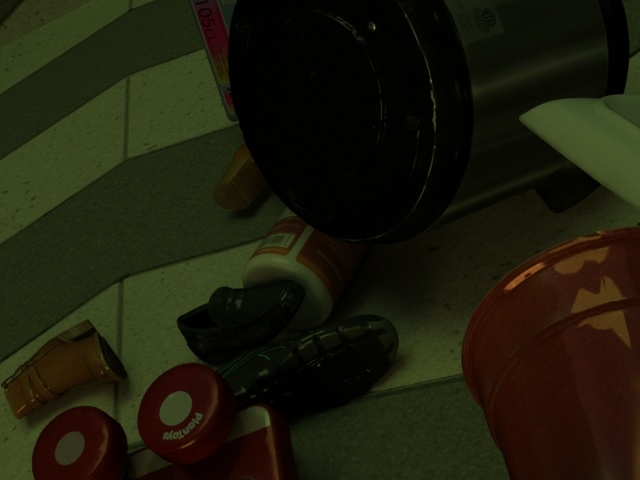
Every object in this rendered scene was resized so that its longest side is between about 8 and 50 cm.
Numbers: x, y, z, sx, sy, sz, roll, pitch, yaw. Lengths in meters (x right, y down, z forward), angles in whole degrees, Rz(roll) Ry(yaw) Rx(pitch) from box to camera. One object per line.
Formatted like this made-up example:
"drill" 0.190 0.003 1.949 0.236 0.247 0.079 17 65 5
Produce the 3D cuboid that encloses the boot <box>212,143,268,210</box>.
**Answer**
"boot" -0.012 -0.142 1.790 0.295 0.104 0.211 -6 38 42

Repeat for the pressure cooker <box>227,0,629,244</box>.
"pressure cooker" 0.153 -0.208 1.435 0.420 0.369 0.375 -23 30 -38

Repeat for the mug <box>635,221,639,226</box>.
"mug" 0.389 0.027 1.185 0.097 0.157 0.129 -29 6 -10

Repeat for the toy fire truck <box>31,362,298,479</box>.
"toy fire truck" -0.153 0.289 1.227 0.302 0.169 0.254 -23 49 13

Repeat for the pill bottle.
"pill bottle" 0.000 0.000 1.548 0.121 0.121 0.216 -4 38 37

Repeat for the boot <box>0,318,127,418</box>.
"boot" -0.343 0.185 1.618 0.152 0.073 0.197 -36 18 -12

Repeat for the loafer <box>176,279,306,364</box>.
"loafer" -0.101 0.091 1.476 0.223 0.078 0.076 -28 25 49

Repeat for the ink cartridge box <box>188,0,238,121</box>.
"ink cartridge box" 0.004 -0.347 1.896 0.395 0.270 0.151 -4 24 36

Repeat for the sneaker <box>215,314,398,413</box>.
"sneaker" -0.040 0.144 1.387 0.267 0.101 0.106 -26 28 6

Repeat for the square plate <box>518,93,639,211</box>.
"square plate" 0.400 -0.063 1.059 0.347 0.049 0.344 0 23 -19

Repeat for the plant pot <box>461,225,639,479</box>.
"plant pot" 0.260 0.175 0.945 0.272 0.272 0.265 -21 39 15
